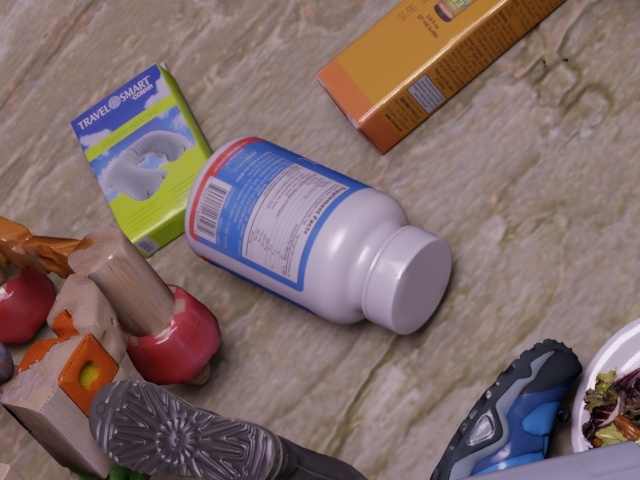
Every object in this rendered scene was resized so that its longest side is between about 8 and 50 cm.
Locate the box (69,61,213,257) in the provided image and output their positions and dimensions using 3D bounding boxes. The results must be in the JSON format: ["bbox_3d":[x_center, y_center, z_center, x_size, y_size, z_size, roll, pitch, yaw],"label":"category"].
[{"bbox_3d":[-0.165,-0.085,1.861,0.109,0.042,0.178,-33,61,9],"label":"box"}]

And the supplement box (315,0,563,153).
[{"bbox_3d":[0.113,-0.186,1.756,0.233,0.080,0.078,-40,60,7],"label":"supplement box"}]

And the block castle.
[{"bbox_3d":[-0.304,0.198,1.688,0.303,0.213,0.453,9,58,37],"label":"block castle"}]

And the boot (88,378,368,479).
[{"bbox_3d":[-0.071,0.177,1.618,0.190,0.208,0.076,19,89,23],"label":"boot"}]

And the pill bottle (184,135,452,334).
[{"bbox_3d":[0.000,0.000,1.706,0.221,0.124,0.124,26,82,29],"label":"pill bottle"}]

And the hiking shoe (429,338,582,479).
[{"bbox_3d":[0.144,0.226,1.576,0.132,0.113,0.304,31,79,7],"label":"hiking shoe"}]

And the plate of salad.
[{"bbox_3d":[0.295,0.142,1.561,0.200,0.048,0.200,-8,68,21],"label":"plate of salad"}]

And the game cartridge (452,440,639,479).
[{"bbox_3d":[0.191,0.311,1.464,0.198,0.062,0.297,-9,72,-21],"label":"game cartridge"}]
